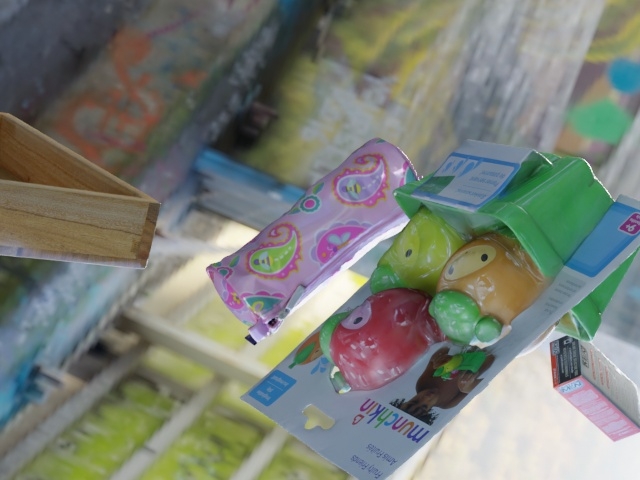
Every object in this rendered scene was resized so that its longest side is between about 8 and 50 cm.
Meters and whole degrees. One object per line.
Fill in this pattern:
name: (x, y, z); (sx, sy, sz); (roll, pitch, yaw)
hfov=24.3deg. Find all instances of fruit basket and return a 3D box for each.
fruit basket: (0.101, 0.055, 1.369); (0.353, 0.327, 0.165); (-36, 110, -13)

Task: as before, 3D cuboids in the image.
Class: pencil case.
pencil case: (0.000, 0.000, 1.797); (0.284, 0.124, 0.124); (-39, 157, -10)

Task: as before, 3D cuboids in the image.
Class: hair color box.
hair color box: (0.333, 0.177, 1.798); (0.141, 0.043, 0.072); (42, 36, -34)

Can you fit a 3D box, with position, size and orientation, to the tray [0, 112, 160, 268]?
tray: (-0.344, -0.067, 1.495); (0.203, 0.411, 0.076); (7, 103, -34)
